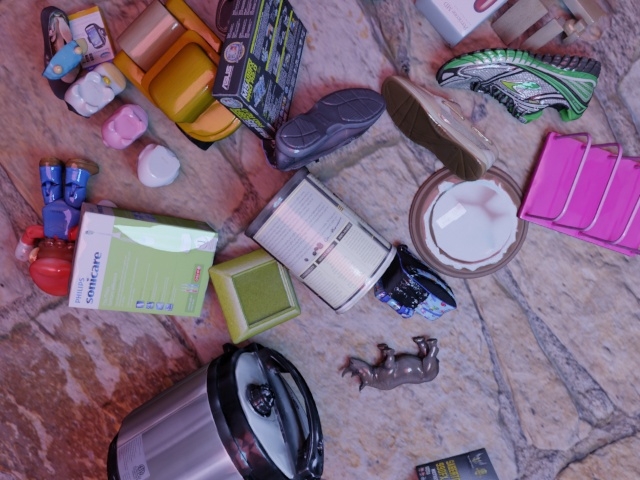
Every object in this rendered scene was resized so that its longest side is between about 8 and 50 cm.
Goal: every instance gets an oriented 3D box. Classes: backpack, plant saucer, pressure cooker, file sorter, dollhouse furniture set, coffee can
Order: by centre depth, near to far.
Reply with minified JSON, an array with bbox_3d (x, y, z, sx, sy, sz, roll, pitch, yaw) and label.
[{"bbox_3d":[0.618,-0.091,1.170,0.291,0.182,0.202,18,96,-6],"label":"file sorter"},{"bbox_3d":[0.497,-0.484,1.215,0.144,0.123,0.151,48,63,-5],"label":"dollhouse furniture set"},{"bbox_3d":[-0.193,0.450,1.217,0.420,0.375,0.369,-34,93,8],"label":"pressure cooker"},{"bbox_3d":[0.000,0.000,1.224,0.275,0.201,0.201,41,98,-3],"label":"coffee can"},{"bbox_3d":[-0.072,-0.211,1.255,0.114,0.084,0.105,-17,95,-1],"label":"backpack"},{"bbox_3d":[0.219,0.113,1.261,0.173,0.158,0.117,35,107,-14],"label":"backpack"},{"bbox_3d":[-0.139,0.120,1.280,0.188,0.045,0.188,-21,99,-29],"label":"plant saucer"},{"bbox_3d":[0.346,-0.043,1.284,0.278,0.041,0.277,1,99,4],"label":"plant saucer"}]

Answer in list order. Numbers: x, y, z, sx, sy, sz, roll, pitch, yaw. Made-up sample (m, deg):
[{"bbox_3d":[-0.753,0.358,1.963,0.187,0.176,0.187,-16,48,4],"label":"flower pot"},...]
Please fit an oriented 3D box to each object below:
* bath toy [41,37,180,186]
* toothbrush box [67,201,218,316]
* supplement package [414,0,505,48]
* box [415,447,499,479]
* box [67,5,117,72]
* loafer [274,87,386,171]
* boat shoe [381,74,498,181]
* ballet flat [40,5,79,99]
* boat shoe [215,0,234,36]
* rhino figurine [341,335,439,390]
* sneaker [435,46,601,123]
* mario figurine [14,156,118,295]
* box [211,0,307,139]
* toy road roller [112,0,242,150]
[{"bbox_3d":[-0.449,-0.266,1.227,0.151,0.129,0.348,-50,116,-30],"label":"bath toy"},{"bbox_3d":[-0.397,0.046,1.237,0.283,0.122,0.206,8,100,-28],"label":"toothbrush box"},{"bbox_3d":[0.338,-0.546,1.159,0.244,0.134,0.139,-42,94,8],"label":"supplement package"},{"bbox_3d":[0.329,0.589,1.282,0.183,0.231,0.056,-18,101,6],"label":"box"},{"bbox_3d":[-0.521,-0.456,1.271,0.081,0.028,0.136,-15,100,6],"label":"box"},{"bbox_3d":[0.016,-0.241,1.199,0.303,0.095,0.109,-33,73,-32],"label":"loafer"},{"bbox_3d":[0.264,-0.263,1.231,0.302,0.109,0.098,44,62,7],"label":"boat shoe"},{"bbox_3d":[-0.581,-0.420,1.244,0.074,0.074,0.203,-1,105,3],"label":"ballet flat"},{"bbox_3d":[-0.181,-0.554,1.219,0.075,0.065,0.206,28,99,-2],"label":"boat shoe"},{"bbox_3d":[0.169,0.305,1.328,0.243,0.073,0.106,-13,95,6],"label":"rhino figurine"},{"bbox_3d":[0.419,-0.330,1.189,0.344,0.134,0.146,7,101,2],"label":"sneaker"},{"bbox_3d":[-0.603,-0.029,1.314,0.198,0.170,0.320,4,88,38],"label":"mario figurine"},{"bbox_3d":[-0.116,-0.370,1.131,0.060,0.216,0.270,7,80,22],"label":"box"},{"bbox_3d":[-0.291,-0.357,1.165,0.202,0.240,0.329,-43,94,8],"label":"toy road roller"}]
